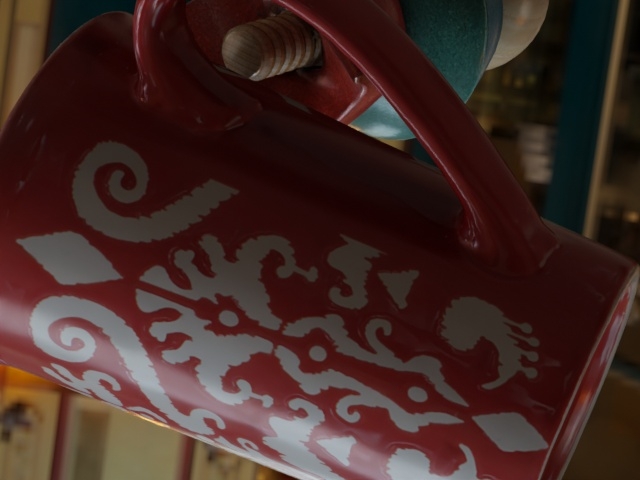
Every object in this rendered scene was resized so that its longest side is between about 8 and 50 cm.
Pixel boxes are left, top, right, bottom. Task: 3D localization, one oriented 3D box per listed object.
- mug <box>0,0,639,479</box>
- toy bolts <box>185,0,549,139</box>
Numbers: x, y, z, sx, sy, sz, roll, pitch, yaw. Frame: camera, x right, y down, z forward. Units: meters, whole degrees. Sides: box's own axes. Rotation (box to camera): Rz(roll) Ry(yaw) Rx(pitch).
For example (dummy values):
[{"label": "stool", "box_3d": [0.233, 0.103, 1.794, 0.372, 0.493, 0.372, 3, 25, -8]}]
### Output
[{"label": "mug", "box_3d": [-0.004, 0.009, 0.545, 0.169, 0.113, 0.150, 24, 156, 13]}, {"label": "toy bolts", "box_3d": [0.005, -0.149, 0.664, 0.218, 0.228, 0.158, -33, 173, 40]}]
